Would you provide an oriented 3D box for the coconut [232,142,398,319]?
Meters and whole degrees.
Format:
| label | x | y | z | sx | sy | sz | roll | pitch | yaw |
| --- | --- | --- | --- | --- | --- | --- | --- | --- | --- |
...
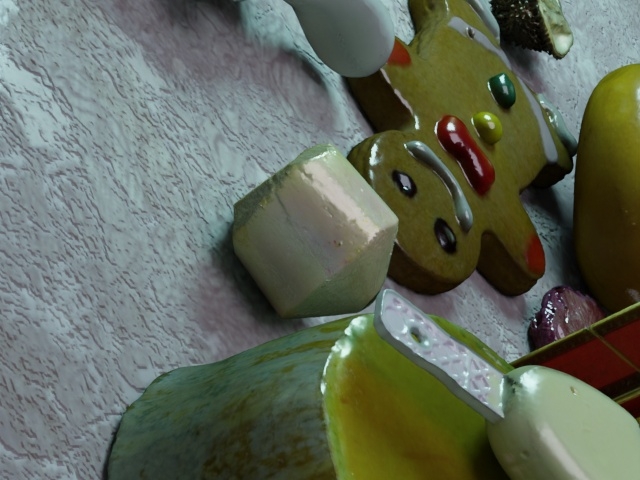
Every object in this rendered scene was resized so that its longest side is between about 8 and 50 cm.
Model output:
| label | x | y | z | sx | sy | sz | roll | pitch | yaw |
| --- | --- | --- | --- | --- | --- | --- | --- | --- | --- |
| coconut | 0.000 | 0.000 | 1.456 | 0.122 | 0.116 | 0.116 | 53 | 30 | 1 |

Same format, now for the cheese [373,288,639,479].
| label | x | y | z | sx | sy | sz | roll | pitch | yaw |
| --- | --- | --- | --- | --- | --- | --- | --- | --- | --- |
| cheese | 0.131 | 0.112 | 1.252 | 0.255 | 0.050 | 0.127 | 39 | 34 | -20 |

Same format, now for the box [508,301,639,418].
| label | x | y | z | sx | sy | sz | roll | pitch | yaw |
| --- | --- | --- | --- | --- | --- | --- | --- | --- | --- |
| box | 0.217 | 0.113 | 1.550 | 0.153 | 0.239 | 0.074 | 8 | 60 | -54 |

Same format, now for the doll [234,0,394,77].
| label | x | y | z | sx | sy | sz | roll | pitch | yaw |
| --- | --- | --- | --- | --- | --- | --- | --- | --- | --- |
| doll | -0.076 | -0.347 | 1.618 | 0.376 | 0.187 | 0.366 | 55 | 30 | -58 |

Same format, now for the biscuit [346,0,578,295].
| label | x | y | z | sx | sy | sz | roll | pitch | yaw |
| --- | --- | --- | --- | --- | --- | --- | --- | --- | --- |
| biscuit | 0.133 | -0.087 | 1.785 | 0.283 | 0.064 | 0.432 | 54 | 30 | -9 |

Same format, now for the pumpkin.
| label | x | y | z | sx | sy | sz | roll | pitch | yaw |
| --- | --- | --- | --- | --- | --- | --- | --- | --- | --- |
| pumpkin | 0.045 | 0.191 | 1.274 | 0.332 | 0.199 | 0.332 | 41 | 31 | -31 |

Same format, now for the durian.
| label | x | y | z | sx | sy | sz | roll | pitch | yaw |
| --- | --- | --- | --- | --- | --- | --- | --- | --- | --- |
| durian | 0.213 | -0.238 | 2.034 | 0.140 | 0.071 | 0.110 | 17 | 54 | -71 |

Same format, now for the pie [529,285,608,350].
| label | x | y | z | sx | sy | sz | roll | pitch | yaw |
| --- | --- | --- | --- | --- | --- | --- | --- | --- | --- |
| pie | 0.247 | 0.111 | 1.803 | 0.154 | 0.036 | 0.154 | 37 | 36 | -33 |

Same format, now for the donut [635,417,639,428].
| label | x | y | z | sx | sy | sz | roll | pitch | yaw |
| --- | --- | --- | --- | --- | --- | --- | --- | --- | --- |
| donut | 0.338 | 0.263 | 1.730 | 0.277 | 0.108 | 0.278 | 36 | 37 | -34 |

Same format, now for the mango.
| label | x | y | z | sx | sy | sz | roll | pitch | yaw |
| --- | --- | --- | --- | --- | --- | --- | --- | --- | --- |
| mango | 0.312 | -0.049 | 1.897 | 0.175 | 0.139 | 0.255 | 146 | -61 | -85 |
